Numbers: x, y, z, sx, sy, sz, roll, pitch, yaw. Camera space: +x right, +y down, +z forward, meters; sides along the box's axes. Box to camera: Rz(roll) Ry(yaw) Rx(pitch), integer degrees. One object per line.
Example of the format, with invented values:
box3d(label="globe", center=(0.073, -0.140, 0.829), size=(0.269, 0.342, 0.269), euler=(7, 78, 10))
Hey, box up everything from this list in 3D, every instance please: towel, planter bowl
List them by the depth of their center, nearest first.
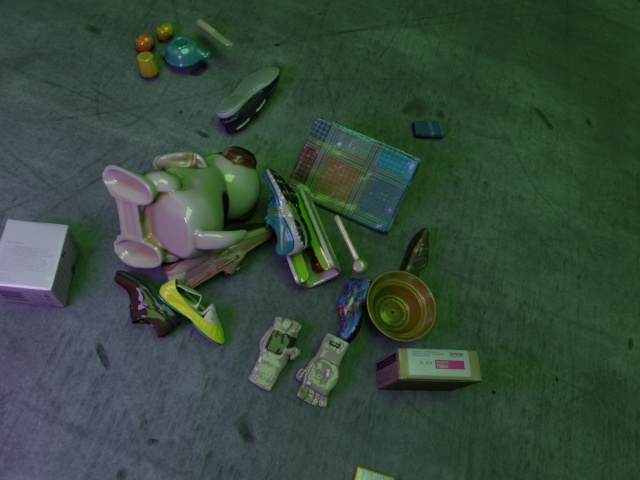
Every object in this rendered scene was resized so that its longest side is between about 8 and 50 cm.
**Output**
box3d(label="planter bowl", center=(0.230, 0.206, 1.545), size=(0.217, 0.090, 0.217), euler=(5, 65, -11))
box3d(label="towel", center=(0.106, -0.209, 1.661), size=(0.371, 0.040, 0.271), euler=(23, 99, -2))
box3d(label="towel", center=(0.400, -0.411, 1.912), size=(0.120, 0.029, 0.067), euler=(0, 65, -14))

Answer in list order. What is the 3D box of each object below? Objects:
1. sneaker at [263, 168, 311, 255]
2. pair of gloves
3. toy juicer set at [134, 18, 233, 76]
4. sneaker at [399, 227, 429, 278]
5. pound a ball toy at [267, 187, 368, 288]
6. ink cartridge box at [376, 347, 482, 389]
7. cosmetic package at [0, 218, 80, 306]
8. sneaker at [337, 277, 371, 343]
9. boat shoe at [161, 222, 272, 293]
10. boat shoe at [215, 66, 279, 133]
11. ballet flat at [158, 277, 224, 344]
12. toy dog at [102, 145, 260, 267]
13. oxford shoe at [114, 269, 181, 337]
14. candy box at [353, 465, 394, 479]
box3d(label="sneaker", center=(-0.122, -0.084, 1.484), size=(0.110, 0.107, 0.275), euler=(-26, 69, 19))
box3d(label="pair of gloves", center=(-0.061, 0.336, 1.435), size=(0.240, 0.042, 0.204), euler=(19, 75, 1))
box3d(label="toy juicer set", center=(-0.487, -0.681, 1.805), size=(0.329, 0.089, 0.209), euler=(-18, 58, -12))
box3d(label="sneaker", center=(0.318, 0.049, 1.667), size=(0.071, 0.066, 0.188), euler=(35, 67, -14))
box3d(label="pound a ball toy", center=(0.000, 0.000, 1.546), size=(0.208, 0.136, 0.319), euler=(-27, 69, 9))
box3d(label="ink cartridge box", center=(0.294, 0.362, 1.430), size=(0.235, 0.193, 0.088), euler=(5, 65, -12))
box3d(label="cosmetic package", center=(-0.744, 0.062, 1.351), size=(0.152, 0.151, 0.183), euler=(7, 65, -10))
box3d(label="sneaker", center=(0.086, 0.209, 1.528), size=(0.087, 0.083, 0.221), euler=(13, 61, 15))
box3d(label="boat shoe", center=(-0.285, 0.045, 1.501), size=(0.341, 0.122, 0.110), euler=(-25, 109, -23))
box3d(label="boat shoe", center=(-0.239, -0.485, 1.766), size=(0.114, 0.091, 0.302), euler=(23, 58, 36))
box3d(label="ballet flat", center=(-0.333, 0.189, 1.397), size=(0.231, 0.077, 0.077), euler=(42, 97, -9))
box3d(label="toy dog", center=(-0.330, -0.129, 1.439), size=(0.396, 0.284, 0.408), euler=(6, 27, 25))
box3d(label="oxford shoe", center=(-0.491, 0.172, 1.399), size=(0.227, 0.082, 0.096), euler=(43, 68, 9))
box3d(label="candy box", center=(0.117, 0.702, 1.322), size=(0.105, 0.027, 0.205), euler=(21, 63, -5))
